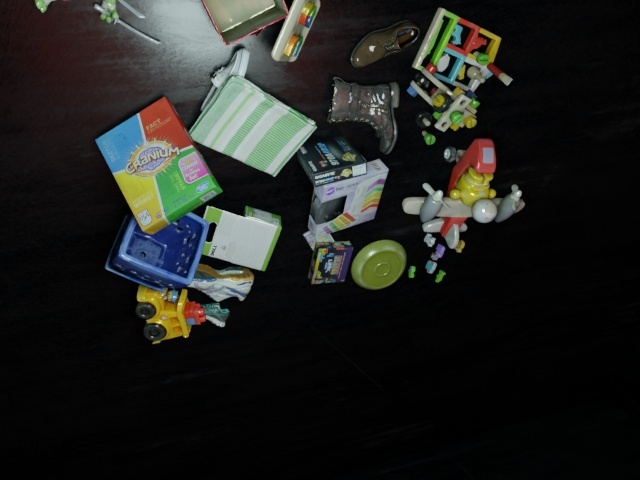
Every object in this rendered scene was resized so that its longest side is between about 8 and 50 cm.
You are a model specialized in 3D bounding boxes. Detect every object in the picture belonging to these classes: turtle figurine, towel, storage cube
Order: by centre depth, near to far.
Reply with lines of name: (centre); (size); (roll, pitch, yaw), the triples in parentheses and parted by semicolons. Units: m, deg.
turtle figurine: (-0.552, -0.588, 1.170); (0.267, 0.197, 0.274); (-11, 120, -7)
storage cube: (-0.218, -0.641, 1.250); (0.184, 0.193, 0.214); (-27, 126, -1)
towel: (-0.200, -0.337, 1.489); (0.325, 0.038, 0.248); (21, 125, -40)

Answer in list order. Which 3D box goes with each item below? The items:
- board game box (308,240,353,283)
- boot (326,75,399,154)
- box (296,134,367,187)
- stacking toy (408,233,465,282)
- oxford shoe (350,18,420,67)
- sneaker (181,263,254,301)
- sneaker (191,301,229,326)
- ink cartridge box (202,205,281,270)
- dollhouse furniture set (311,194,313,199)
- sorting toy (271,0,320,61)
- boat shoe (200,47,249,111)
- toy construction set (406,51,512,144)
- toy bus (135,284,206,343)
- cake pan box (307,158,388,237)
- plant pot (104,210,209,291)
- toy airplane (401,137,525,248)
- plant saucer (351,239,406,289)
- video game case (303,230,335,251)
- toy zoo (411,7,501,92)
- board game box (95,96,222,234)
board game box: (0.037, 0.086, 1.863); (0.141, 0.048, 0.170); (-2, 126, -20)
boot: (0.133, -0.404, 1.592); (0.229, 0.091, 0.262); (-5, 118, -9)
box: (0.031, -0.257, 1.555); (0.175, 0.220, 0.051); (-15, 126, -9)
stacking toy: (0.477, 0.079, 2.016); (0.167, 0.052, 0.221); (11, 117, -24)
oxford shoe: (0.196, -0.596, 1.477); (0.227, 0.096, 0.082); (-31, 127, 4)
sneaker: (-0.390, 0.164, 1.741); (0.297, 0.111, 0.130); (7, 118, -22)
sneaker: (-0.414, 0.260, 1.833); (0.167, 0.065, 0.076); (35, 89, -36)
ink cartridge box: (-0.283, -0.023, 1.673); (0.256, 0.097, 0.188); (17, 115, -15)
dollhouse furniture set: (0.026, -0.196, 1.679); (0.059, 0.076, 0.151); (14, 116, -26)
sorting toy: (-0.058, -0.583, 1.343); (0.038, 0.208, 0.192); (29, 111, 1)
boat shoe: (-0.279, -0.455, 1.410); (0.076, 0.083, 0.226); (17, 115, -28)
toy construction set: (0.454, -0.441, 1.538); (0.309, 0.237, 0.257); (-31, 131, 11)
toy bus: (-0.511, 0.235, 1.695); (0.212, 0.149, 0.220); (-6, 122, 2)
cake pan box: (0.086, -0.142, 1.664); (0.267, 0.070, 0.245); (-17, 142, -25)
plant pot: (-0.519, 0.021, 1.518); (0.236, 0.235, 0.212); (30, 145, -31)
toy airplane: (0.531, -0.129, 1.771); (0.386, 0.272, 0.384); (-38, 125, 6)
plant saucer: (0.244, 0.109, 1.965); (0.241, 0.037, 0.240); (-9, 122, -14)
video game case: (0.000, 0.000, 1.831); (0.087, 0.011, 0.122); (-30, 125, 2)
toy zoo: (0.464, -0.608, 1.598); (0.294, 0.030, 0.192); (12, 116, -25)
board game box: (-0.461, -0.212, 1.387); (0.242, 0.316, 0.064); (-32, 169, 2)
